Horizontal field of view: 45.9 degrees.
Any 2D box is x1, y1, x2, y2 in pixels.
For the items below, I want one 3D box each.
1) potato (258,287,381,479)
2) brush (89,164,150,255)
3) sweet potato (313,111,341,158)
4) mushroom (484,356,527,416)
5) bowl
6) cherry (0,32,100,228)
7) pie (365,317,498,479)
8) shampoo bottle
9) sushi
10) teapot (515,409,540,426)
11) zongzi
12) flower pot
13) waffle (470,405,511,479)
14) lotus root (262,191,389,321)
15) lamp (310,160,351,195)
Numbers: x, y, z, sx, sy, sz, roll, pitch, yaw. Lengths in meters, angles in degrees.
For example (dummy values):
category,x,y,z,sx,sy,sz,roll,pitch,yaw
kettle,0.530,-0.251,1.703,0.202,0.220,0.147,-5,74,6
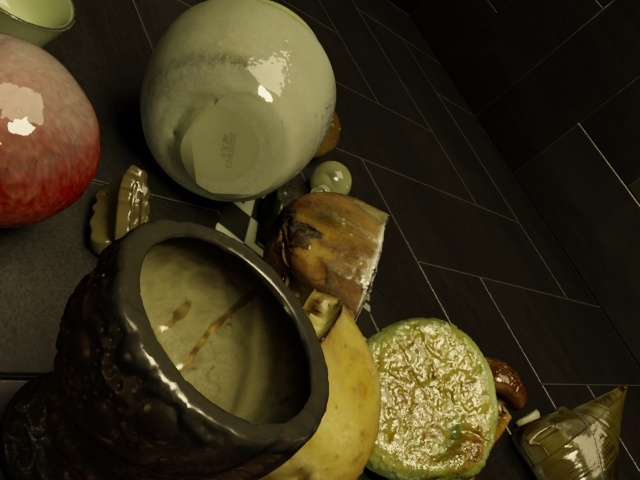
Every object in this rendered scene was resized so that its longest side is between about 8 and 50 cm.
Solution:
category,x,y,z,sx,sy,sz,roll,pitch,yaw
potato,-0.020,0.219,0.994,0.242,0.242,0.285,46,17,-7
brush,-0.267,0.026,1.004,0.071,0.084,0.301,29,39,-39
sweet potato,-0.012,-0.260,1.754,0.124,0.098,0.310,23,32,-6
mushroom,0.330,0.266,1.403,0.126,0.085,0.109,43,24,-34
bowl,-0.483,-0.356,1.122,0.211,0.112,0.211,36,30,-25
cherry,-0.382,-0.125,0.869,0.239,0.206,0.239,50,23,-30
pie,0.160,0.259,1.212,0.276,0.078,0.277,6,64,-12
shampoo bottle,-0.139,-0.236,1.267,0.322,0.322,0.317,41,36,-17
sushi,0.000,0.000,1.421,0.373,0.100,0.296,41,27,-18
teapot,0.470,0.423,1.659,0.067,0.057,0.083,-26,78,-26
zongzi,0.590,0.461,1.565,0.299,0.138,0.286,-21,69,-19
flower pot,-0.170,0.155,0.763,0.266,0.267,0.267,36,28,-23
waffle,0.231,0.308,1.387,0.213,0.091,0.308,55,27,9
lotus root,-0.005,0.053,1.207,0.191,0.272,0.272,24,31,-7
lamp,0.008,-0.107,1.599,0.091,0.091,0.163,47,35,-6
